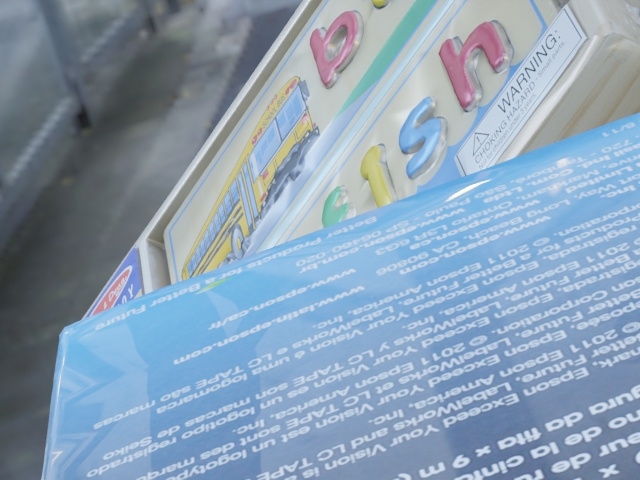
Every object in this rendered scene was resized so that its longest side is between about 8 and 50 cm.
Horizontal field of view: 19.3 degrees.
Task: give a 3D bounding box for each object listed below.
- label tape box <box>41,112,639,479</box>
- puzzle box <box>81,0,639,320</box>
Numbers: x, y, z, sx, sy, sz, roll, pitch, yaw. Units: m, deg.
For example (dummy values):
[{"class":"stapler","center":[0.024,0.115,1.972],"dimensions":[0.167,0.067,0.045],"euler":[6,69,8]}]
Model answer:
[{"class":"label tape box","center":[0.058,0.080,0.449],"dimensions":[0.240,0.106,0.334],"euler":[-21,19,2]},{"class":"puzzle box","center":[0.000,0.000,0.902],"dimensions":[0.409,0.052,0.272],"euler":[-54,27,24]}]
